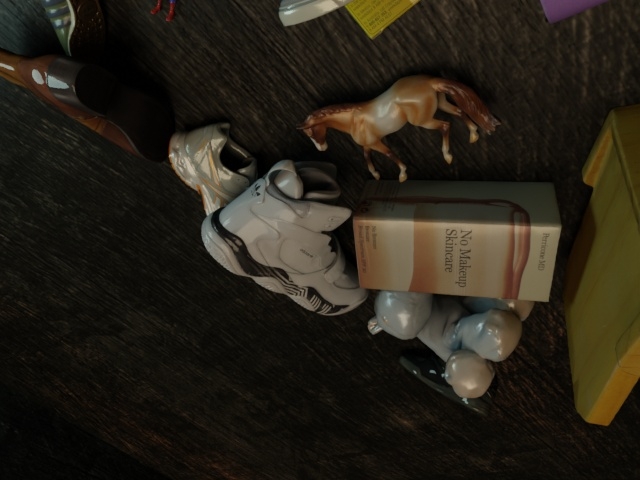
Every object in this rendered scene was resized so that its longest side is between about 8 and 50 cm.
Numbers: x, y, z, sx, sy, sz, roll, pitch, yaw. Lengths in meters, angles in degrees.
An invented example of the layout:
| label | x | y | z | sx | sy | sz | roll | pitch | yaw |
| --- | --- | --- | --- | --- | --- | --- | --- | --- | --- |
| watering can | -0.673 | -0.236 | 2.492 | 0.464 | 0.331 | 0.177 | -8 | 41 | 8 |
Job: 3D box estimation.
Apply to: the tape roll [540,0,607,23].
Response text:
| label | x | y | z | sx | sy | sz | roll | pitch | yaw |
| --- | --- | --- | --- | --- | --- | --- | --- | --- | --- |
| tape roll | 0.194 | -0.329 | 0.417 | 0.090 | 0.275 | 0.275 | -14 | 128 | 31 |

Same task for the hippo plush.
| label | x | y | z | sx | sy | sz | roll | pitch | yaw |
| --- | --- | --- | --- | --- | --- | --- | --- | --- | --- |
| hippo plush | 0.225 | 0.118 | 0.942 | 0.236 | 0.235 | 0.294 | 31 | 180 | 12 |

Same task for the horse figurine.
| label | x | y | z | sx | sy | sz | roll | pitch | yaw |
| --- | --- | --- | --- | --- | --- | --- | --- | --- | --- |
| horse figurine | 0.119 | -0.169 | 0.754 | 0.263 | 0.066 | 0.174 | -17 | 132 | 34 |

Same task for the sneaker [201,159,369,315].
| label | x | y | z | sx | sy | sz | roll | pitch | yaw |
| --- | --- | --- | --- | --- | --- | --- | --- | --- | --- |
| sneaker | 0.000 | 0.000 | 0.889 | 0.365 | 0.138 | 0.210 | 27 | 123 | -37 |

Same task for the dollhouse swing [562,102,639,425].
| label | x | y | z | sx | sy | sz | roll | pitch | yaw |
| --- | --- | --- | --- | --- | --- | --- | --- | --- | --- |
| dollhouse swing | 0.472 | 0.042 | 0.635 | 0.314 | 0.347 | 0.305 | -5 | 131 | 23 |

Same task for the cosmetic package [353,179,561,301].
| label | x | y | z | sx | sy | sz | roll | pitch | yaw |
| --- | --- | --- | --- | --- | --- | --- | --- | --- | --- |
| cosmetic package | 0.212 | -0.004 | 0.828 | 0.295 | 0.129 | 0.153 | 1 | 125 | 17 |

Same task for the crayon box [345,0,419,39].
| label | x | y | z | sx | sy | sz | roll | pitch | yaw |
| --- | --- | --- | --- | --- | --- | --- | --- | --- | --- |
| crayon box | 0.036 | -0.405 | 0.535 | 0.202 | 0.081 | 0.318 | -27 | 121 | 36 |

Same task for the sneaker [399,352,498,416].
| label | x | y | z | sx | sy | sz | roll | pitch | yaw |
| --- | --- | --- | --- | --- | --- | --- | --- | --- | --- |
| sneaker | 0.285 | 0.277 | 1.131 | 0.227 | 0.130 | 0.087 | 17 | 159 | 46 |

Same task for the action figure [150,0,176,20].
| label | x | y | z | sx | sy | sz | roll | pitch | yaw |
| --- | --- | --- | --- | --- | --- | --- | --- | --- | --- |
| action figure | -0.208 | -0.358 | 0.704 | 0.038 | 0.030 | 0.115 | 27 | 134 | -1 |

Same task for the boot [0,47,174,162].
| label | x | y | z | sx | sy | sz | roll | pitch | yaw |
| --- | --- | --- | --- | --- | --- | --- | --- | --- | --- |
| boot | -0.406 | -0.224 | 0.838 | 0.280 | 0.096 | 0.264 | 18 | 179 | 21 |

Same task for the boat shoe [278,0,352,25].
| label | x | y | z | sx | sy | sz | roll | pitch | yaw |
| --- | --- | --- | --- | --- | --- | --- | --- | --- | --- |
| boat shoe | 0.044 | -0.302 | 0.530 | 0.227 | 0.079 | 0.081 | -19 | 116 | 26 |

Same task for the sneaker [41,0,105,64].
| label | x | y | z | sx | sy | sz | roll | pitch | yaw |
| --- | --- | --- | --- | --- | --- | --- | --- | --- | --- |
| sneaker | -0.370 | -0.347 | 0.752 | 0.086 | 0.064 | 0.192 | 41 | 148 | 10 |

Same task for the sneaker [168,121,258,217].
| label | x | y | z | sx | sy | sz | roll | pitch | yaw |
| --- | --- | --- | --- | --- | --- | --- | --- | --- | --- |
| sneaker | -0.146 | -0.087 | 0.904 | 0.120 | 0.099 | 0.263 | -14 | 128 | 24 |
